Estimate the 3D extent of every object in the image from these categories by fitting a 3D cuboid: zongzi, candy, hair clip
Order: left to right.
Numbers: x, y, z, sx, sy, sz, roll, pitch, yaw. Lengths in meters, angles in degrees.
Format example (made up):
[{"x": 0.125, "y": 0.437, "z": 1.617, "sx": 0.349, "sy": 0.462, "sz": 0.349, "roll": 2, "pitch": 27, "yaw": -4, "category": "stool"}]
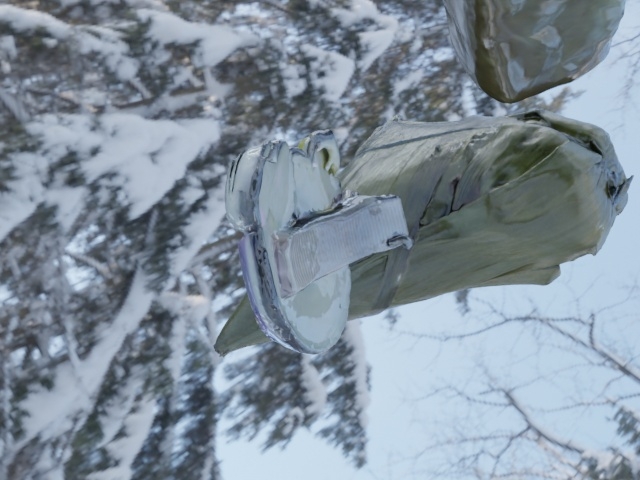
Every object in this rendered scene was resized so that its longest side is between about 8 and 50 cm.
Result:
[{"x": 0.000, "y": 0.000, "z": 0.515, "sx": 0.049, "sy": 0.172, "sz": 0.116, "roll": -8, "pitch": -83, "yaw": 25, "category": "hair clip"}, {"x": 0.076, "y": 0.008, "z": 0.726, "sx": 0.251, "sy": 0.274, "sz": 0.125, "roll": 1, "pitch": -54, "yaw": 49, "category": "zongzi"}, {"x": 0.118, "y": -0.172, "z": 0.549, "sx": 0.104, "sy": 0.234, "sz": 0.102, "roll": -20, "pitch": -117, "yaw": 6, "category": "candy"}]
